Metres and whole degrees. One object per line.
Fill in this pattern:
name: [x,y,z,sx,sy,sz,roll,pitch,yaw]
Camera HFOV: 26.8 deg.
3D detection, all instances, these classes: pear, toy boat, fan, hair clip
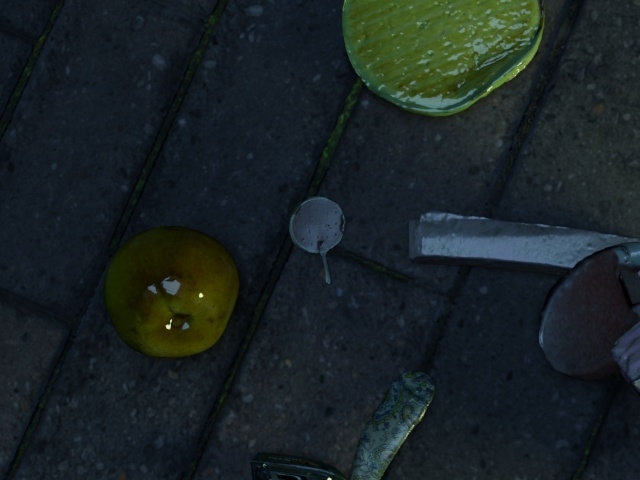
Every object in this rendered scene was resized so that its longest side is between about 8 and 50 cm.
pear: [-0.210,0.072,1.880,0.200,0.200,0.200,-2,79,11]
toy boat: [0.379,0.099,1.758,0.085,0.227,0.155,1,60,-31]
toy boat: [-0.026,0.328,1.857,0.141,0.060,0.055,5,125,13]
fan: [0.000,0.000,1.941,0.085,0.005,0.133,-15,76,8]
hair clip: [0.086,0.281,1.855,0.066,0.036,0.229,27,86,21]

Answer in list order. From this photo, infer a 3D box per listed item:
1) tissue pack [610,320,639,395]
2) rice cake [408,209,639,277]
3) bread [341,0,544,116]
tissue pack: [0.554,0.187,1.642,0.259,0.122,0.361,-40,113,5]
rice cake: [0.299,0.011,1.851,0.365,0.056,0.073,6,75,13]
bread: [0.171,-0.324,1.948,0.301,0.045,0.301,-2,77,10]
